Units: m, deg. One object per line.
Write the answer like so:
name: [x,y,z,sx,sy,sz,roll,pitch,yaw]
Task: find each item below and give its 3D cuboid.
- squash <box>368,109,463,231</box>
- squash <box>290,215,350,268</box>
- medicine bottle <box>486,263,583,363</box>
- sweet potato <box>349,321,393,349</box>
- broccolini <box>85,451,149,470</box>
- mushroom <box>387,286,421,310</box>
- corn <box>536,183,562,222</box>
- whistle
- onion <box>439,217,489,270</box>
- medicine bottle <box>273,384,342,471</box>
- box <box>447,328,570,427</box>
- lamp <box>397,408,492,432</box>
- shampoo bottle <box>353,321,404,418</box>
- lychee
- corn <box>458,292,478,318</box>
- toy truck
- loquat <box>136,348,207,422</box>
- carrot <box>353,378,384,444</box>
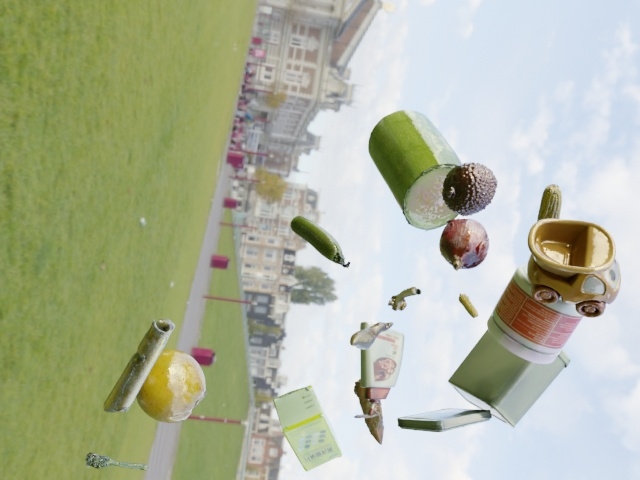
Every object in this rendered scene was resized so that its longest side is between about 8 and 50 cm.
squash: [0.340,-0.247,1.978,0.385,0.262,0.263,-110,-153,-48]
squash: [-0.001,-0.001,2.182,0.331,0.087,0.087,41,-48,36]
medicine bottle: [0.716,0.238,1.907,0.253,0.252,0.241,-98,-152,-63]
sweet potato: [0.094,0.187,1.123,0.153,0.041,0.038,-12,86,-56]
broccolini: [-0.751,0.825,2.147,0.057,0.254,0.071,-39,-133,29]
mushroom: [0.285,0.197,1.952,0.061,0.060,0.187,-52,178,-27]
corn: [0.816,-0.089,2.057,0.080,0.080,0.231,-94,178,-56]
whistle: [-0.467,0.331,1.481,0.327,0.067,0.057,-57,-145,22]
onion: [0.429,0.026,1.732,0.195,0.159,0.160,-58,166,-51]
medicine bottle: [-0.036,0.591,1.815,0.141,0.137,0.250,-120,-172,-52]
box: [0.723,0.506,2.244,0.344,0.177,0.352,-48,-163,-10]
lamp: [0.463,0.669,2.163,0.269,0.266,0.047,-27,-111,60]
shampoo bottle: [0.170,0.404,1.756,0.071,0.153,0.285,-29,-134,61]
lychee: [0.343,-0.119,1.313,0.123,0.128,0.124,163,-90,-85]
corn: [0.420,0.184,1.637,0.083,0.028,0.027,59,-34,29]
toy truck: [0.733,0.075,1.678,0.212,0.287,0.204,86,24,-50]
loquat: [-0.493,0.464,1.855,0.244,0.243,0.244,-172,-90,-82]
carrot: [0.205,0.668,2.260,0.102,0.101,0.263,132,-54,-76]
